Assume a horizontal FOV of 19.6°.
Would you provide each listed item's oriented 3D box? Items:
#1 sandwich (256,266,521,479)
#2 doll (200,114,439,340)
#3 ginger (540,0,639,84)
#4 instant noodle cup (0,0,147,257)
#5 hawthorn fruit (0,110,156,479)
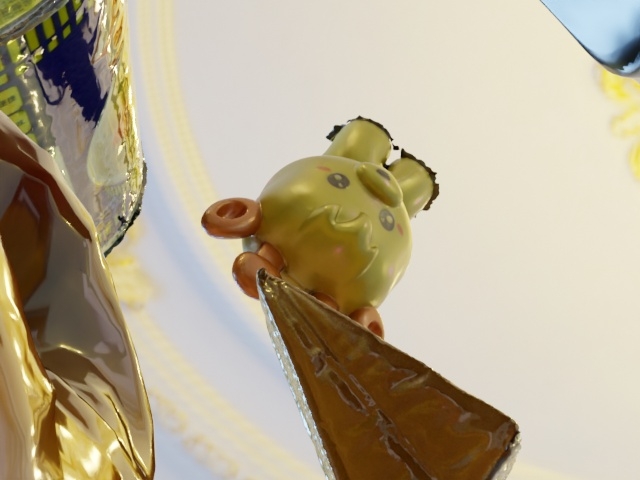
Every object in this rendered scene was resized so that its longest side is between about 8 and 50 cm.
[{"bbox_3d":[0.006,0.107,0.950,0.163,0.113,0.079,32,-16,13],"label":"sandwich"},{"bbox_3d":[0.000,0.000,1.210,0.143,0.221,0.135,43,-62,-6],"label":"doll"},{"bbox_3d":[0.130,-0.271,0.788,0.358,0.211,0.413,44,-21,35],"label":"ginger"},{"bbox_3d":[-0.229,-0.119,1.186,0.284,0.284,0.312,8,-31,11],"label":"instant noodle cup"},{"bbox_3d":[-0.274,0.105,0.616,0.472,0.471,0.471,8,-53,11],"label":"hawthorn fruit"}]
